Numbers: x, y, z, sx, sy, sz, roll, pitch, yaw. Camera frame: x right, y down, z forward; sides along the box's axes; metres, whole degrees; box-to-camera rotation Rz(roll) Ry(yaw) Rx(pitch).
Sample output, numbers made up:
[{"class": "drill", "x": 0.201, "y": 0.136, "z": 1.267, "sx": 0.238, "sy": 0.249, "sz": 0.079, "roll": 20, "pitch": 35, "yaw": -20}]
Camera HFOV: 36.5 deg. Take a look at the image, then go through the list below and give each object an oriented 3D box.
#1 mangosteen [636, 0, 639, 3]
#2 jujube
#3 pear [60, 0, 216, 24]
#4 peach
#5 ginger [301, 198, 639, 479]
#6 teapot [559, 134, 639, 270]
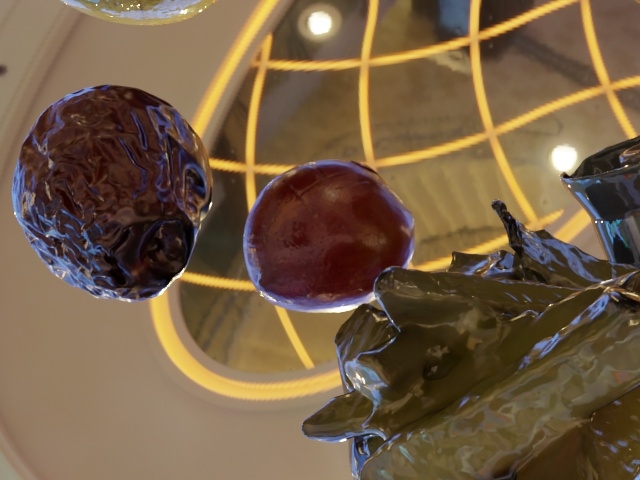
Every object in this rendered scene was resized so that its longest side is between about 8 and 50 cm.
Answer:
[{"class": "mangosteen", "x": 0.385, "y": -0.337, "z": 0.877, "sx": 0.297, "sy": 0.293, "sz": 0.297, "roll": 3, "pitch": -84, "yaw": 32}, {"class": "jujube", "x": -0.159, "y": -0.032, "z": 0.772, "sx": 0.168, "sy": 0.168, "sz": 0.236, "roll": -33, "pitch": -149, "yaw": -7}, {"class": "pear", "x": -0.202, "y": -0.397, "z": 1.096, "sx": 0.309, "sy": 0.309, "sz": 0.309, "roll": -3, "pitch": -115, "yaw": 7}, {"class": "peach", "x": 0.000, "y": 0.000, "z": 1.113, "sx": 0.197, "sy": 0.197, "sz": 0.197, "roll": -3, "pitch": -115, "yaw": 7}, {"class": "ginger", "x": 0.158, "y": 0.069, "z": 0.761, "sx": 0.358, "sy": 0.211, "sz": 0.413, "roll": -29, "pitch": -152, "yaw": -14}, {"class": "teapot", "x": 0.426, "y": 0.051, "z": 1.049, "sx": 0.253, "sy": 0.300, "sz": 0.344, "roll": -28, "pitch": -81, "yaw": -36}]
